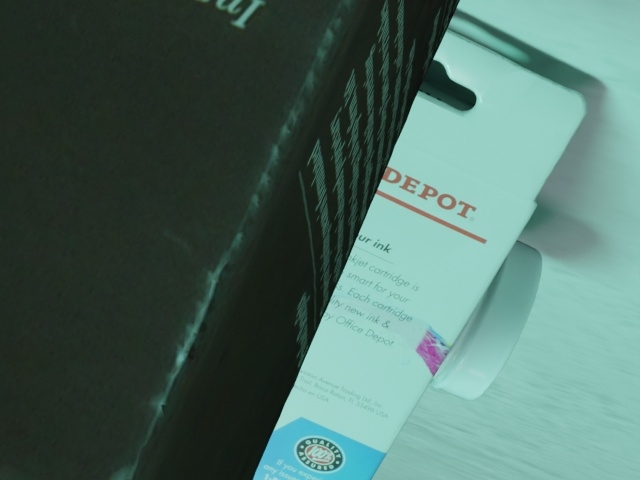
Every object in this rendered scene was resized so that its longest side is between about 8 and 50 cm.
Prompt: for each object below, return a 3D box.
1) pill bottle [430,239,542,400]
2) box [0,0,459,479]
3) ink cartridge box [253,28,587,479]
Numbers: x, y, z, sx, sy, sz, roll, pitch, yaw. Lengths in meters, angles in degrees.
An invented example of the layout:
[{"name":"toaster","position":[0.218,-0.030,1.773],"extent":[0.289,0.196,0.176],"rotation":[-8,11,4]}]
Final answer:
[{"name":"pill bottle","position":[0.000,0.000,0.715],"extent":[0.160,0.087,0.087],"rotation":[25,166,-7]},{"name":"box","position":[-0.070,-0.044,0.420],"extent":[0.167,0.203,0.168],"rotation":[22,166,7]},{"name":"ink cartridge box","position":[0.003,-0.005,0.628],"extent":[0.104,0.181,0.061],"rotation":[25,-154,-8]}]
